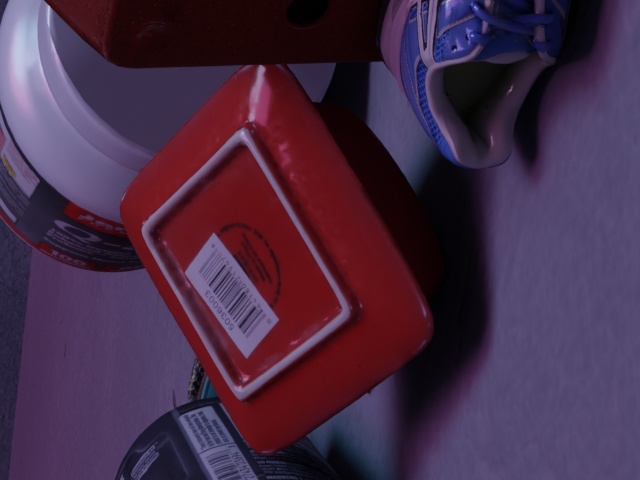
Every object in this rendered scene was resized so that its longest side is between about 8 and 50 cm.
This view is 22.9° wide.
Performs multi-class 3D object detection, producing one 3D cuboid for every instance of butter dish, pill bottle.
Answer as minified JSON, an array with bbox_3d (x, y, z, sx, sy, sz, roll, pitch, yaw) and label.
[{"bbox_3d":[0.000,0.000,0.794,0.160,0.118,0.160,-40,77,43],"label":"butter dish"},{"bbox_3d":[-0.120,-0.100,1.068,0.363,0.210,0.210,153,121,-73],"label":"pill bottle"},{"bbox_3d":[-0.045,0.163,0.868,0.245,0.130,0.131,-145,60,-73],"label":"pill bottle"}]

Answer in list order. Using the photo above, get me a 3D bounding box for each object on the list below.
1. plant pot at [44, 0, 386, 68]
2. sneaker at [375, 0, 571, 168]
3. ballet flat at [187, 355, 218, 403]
[{"bbox_3d":[-0.026,-0.222,0.714,0.267,0.267,0.236,111,147,-47],"label":"plant pot"},{"bbox_3d":[0.077,-0.116,0.626,0.211,0.080,0.081,98,161,-51],"label":"sneaker"},{"bbox_3d":[-0.040,0.034,0.993,0.070,0.070,0.188,-111,41,-58],"label":"ballet flat"}]
